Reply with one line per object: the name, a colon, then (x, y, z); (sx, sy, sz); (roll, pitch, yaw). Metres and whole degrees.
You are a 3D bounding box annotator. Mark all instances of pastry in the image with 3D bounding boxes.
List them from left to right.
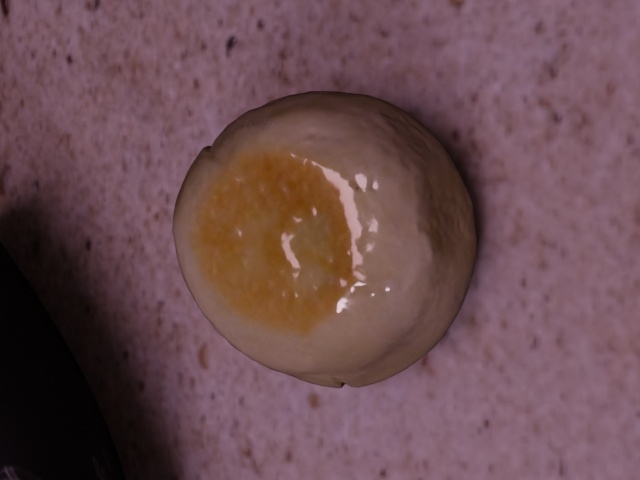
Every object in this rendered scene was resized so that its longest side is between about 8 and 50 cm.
pastry: (0.000, 0.000, 0.525); (0.156, 0.092, 0.156); (7, 104, 30)

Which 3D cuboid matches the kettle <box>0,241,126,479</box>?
kettle: (-0.226, 0.149, 0.621); (0.290, 0.207, 0.268); (50, 144, 7)
